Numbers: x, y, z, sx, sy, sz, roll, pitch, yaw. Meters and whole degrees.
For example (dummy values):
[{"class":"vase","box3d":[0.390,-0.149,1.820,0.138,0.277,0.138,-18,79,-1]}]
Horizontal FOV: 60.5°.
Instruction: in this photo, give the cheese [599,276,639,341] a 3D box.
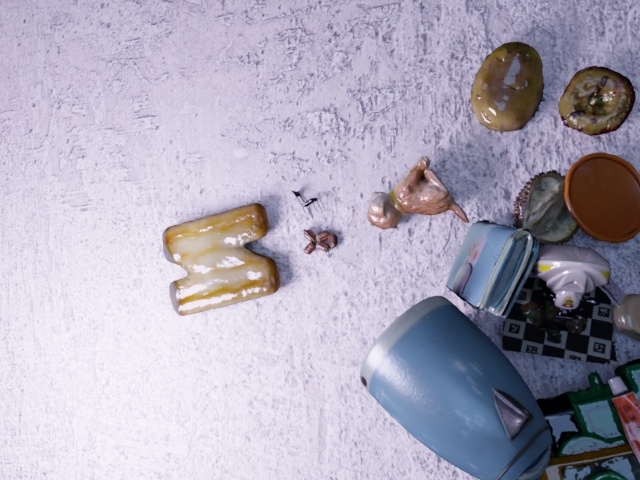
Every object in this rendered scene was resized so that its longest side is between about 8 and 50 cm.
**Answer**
[{"class":"cheese","box3d":[0.602,0.140,1.071,0.171,0.047,0.092,31,62,-9]}]

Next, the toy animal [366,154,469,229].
[{"class":"toy animal","box3d":[0.206,-0.065,1.220,0.185,0.104,0.184,-37,82,5]}]

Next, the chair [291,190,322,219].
[{"class":"chair","box3d":[-0.031,-0.095,1.323,0.042,0.037,0.086,-36,79,22]}]

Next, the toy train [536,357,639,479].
[{"class":"toy train","box3d":[0.576,0.357,1.022,0.429,0.178,0.249,-18,73,13]}]

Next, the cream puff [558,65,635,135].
[{"class":"cream puff","box3d":[0.572,-0.285,1.145,0.149,0.084,0.149,-3,82,20]}]

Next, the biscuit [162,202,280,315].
[{"class":"biscuit","box3d":[-0.249,0.048,1.357,0.290,0.062,0.237,-17,78,14]}]

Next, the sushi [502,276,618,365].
[{"class":"sushi","box3d":[0.484,0.165,1.129,0.210,0.040,0.193,3,55,17]}]

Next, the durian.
[{"class":"durian","box3d":[0.452,-0.055,1.143,0.188,0.091,0.148,-42,96,-15]}]

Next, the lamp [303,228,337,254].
[{"class":"lamp","box3d":[0.000,0.000,1.308,0.083,0.031,0.063,-5,83,12]}]

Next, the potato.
[{"class":"potato","box3d":[0.414,-0.341,1.201,0.164,0.081,0.200,15,90,16]}]

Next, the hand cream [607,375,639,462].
[{"class":"hand cream","box3d":[0.551,0.338,0.934,0.052,0.038,0.216,-37,59,34]}]

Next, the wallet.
[{"class":"wallet","box3d":[0.330,0.048,1.088,0.075,0.250,0.176,22,95,-3]}]

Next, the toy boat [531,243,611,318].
[{"class":"toy boat","box3d":[0.461,0.069,1.040,0.140,0.269,0.141,2,99,17]}]

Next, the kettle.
[{"class":"kettle","box3d":[0.276,0.328,1.062,0.247,0.319,0.342,-32,55,-22]}]

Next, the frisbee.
[{"class":"frisbee","box3d":[0.580,-0.086,1.120,0.192,0.035,0.192,2,78,-11]}]
